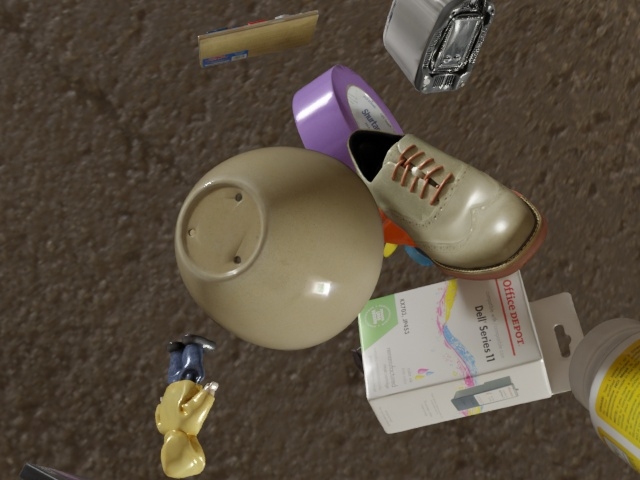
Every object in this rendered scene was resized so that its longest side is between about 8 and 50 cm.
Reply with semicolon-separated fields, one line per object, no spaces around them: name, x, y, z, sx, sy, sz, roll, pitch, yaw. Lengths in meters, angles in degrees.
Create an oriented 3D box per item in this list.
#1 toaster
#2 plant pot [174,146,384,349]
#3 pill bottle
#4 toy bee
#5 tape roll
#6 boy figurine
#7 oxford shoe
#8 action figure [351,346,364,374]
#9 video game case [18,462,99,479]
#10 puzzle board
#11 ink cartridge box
toaster;0.203;-0.380;1.707;0.146;0.129;0.227;52;141;34
plant pot;-0.081;-0.001;1.289;0.284;0.191;0.284;-4;80;24
pill bottle;0.457;0.220;1.209;0.188;0.334;0.188;-6;109;-17
toy bee;0.185;-0.033;1.687;0.195;0.162;0.298;-33;136;19
tape roll;0.069;-0.175;1.753;0.090;0.275;0.275;-32;99;22
boy figurine;-0.266;0.333;1.968;0.092;0.285;0.177;24;141;-38
oxford shoe;0.149;-0.059;1.328;0.146;0.397;0.140;40;85;-30
action figure;0.200;0.167;1.898;0.099;0.285;0.185;63;157;-10
video game case;-0.268;0.365;1.319;0.196;0.274;0.026;23;77;15
puzzle board;-0.069;-0.218;1.053;0.128;0.096;0.011;-14;85;-7
ink cartridge box;0.250;0.168;1.601;0.353;0.207;0.119;-15;136;10
